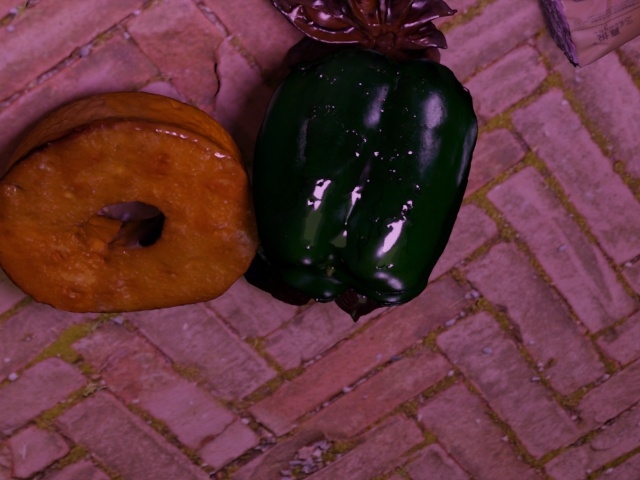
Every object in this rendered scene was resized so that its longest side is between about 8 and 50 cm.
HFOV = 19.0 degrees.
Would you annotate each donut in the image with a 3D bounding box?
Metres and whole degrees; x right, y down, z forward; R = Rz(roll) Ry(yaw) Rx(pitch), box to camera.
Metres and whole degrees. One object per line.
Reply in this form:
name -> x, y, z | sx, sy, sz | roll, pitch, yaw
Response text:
donut -> -0.215, -0.044, 2.097 | 0.303, 0.110, 0.303 | -1, 132, -1

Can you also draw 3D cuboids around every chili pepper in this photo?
chili pepper -> 0.047, -0.061, 2.052 | 0.233, 0.256, 0.248 | 4, 157, 20

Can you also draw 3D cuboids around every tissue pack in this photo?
tissue pack -> 0.357, -0.337, 2.133 | 0.257, 0.123, 0.215 | -28, 134, 1

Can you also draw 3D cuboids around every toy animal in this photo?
toy animal -> 0.005, 0.007, 2.224 | 0.218, 0.179, 0.116 | -33, 158, 4

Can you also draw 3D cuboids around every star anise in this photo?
star anise -> 0.040, -0.239, 2.097 | 0.214, 0.099, 0.220 | 25, 132, -19
